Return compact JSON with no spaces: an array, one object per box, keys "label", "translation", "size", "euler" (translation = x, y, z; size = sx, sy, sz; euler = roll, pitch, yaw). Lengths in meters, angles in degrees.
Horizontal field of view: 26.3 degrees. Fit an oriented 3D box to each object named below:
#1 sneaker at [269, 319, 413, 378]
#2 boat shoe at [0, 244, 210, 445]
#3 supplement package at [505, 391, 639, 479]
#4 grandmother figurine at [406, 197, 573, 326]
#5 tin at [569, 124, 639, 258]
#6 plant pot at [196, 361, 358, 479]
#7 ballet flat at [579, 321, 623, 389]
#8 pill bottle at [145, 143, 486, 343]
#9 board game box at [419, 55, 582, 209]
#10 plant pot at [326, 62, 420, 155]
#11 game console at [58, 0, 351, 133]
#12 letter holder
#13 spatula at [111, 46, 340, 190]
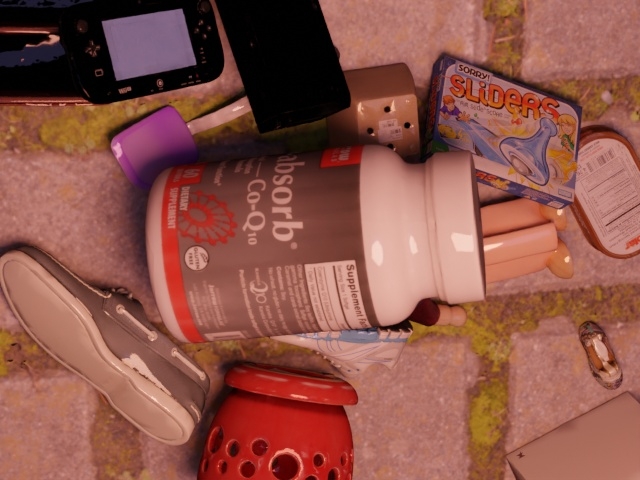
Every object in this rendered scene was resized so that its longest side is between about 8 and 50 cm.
[{"label":"sneaker","translation":[0.022,0.137,1.748],"size":[0.190,0.071,0.083],"euler":[6,112,-15]},{"label":"boat shoe","translation":[-0.258,0.112,1.673],"size":[0.319,0.116,0.099],"euler":[47,49,-15]},{"label":"supplement package","translation":[0.413,0.389,1.854],"size":[0.199,0.198,0.263],"euler":[-27,112,-4]},{"label":"grandmother figurine","translation":[0.142,0.022,1.725],"size":[0.342,0.104,0.208],"euler":[-16,102,-11]},{"label":"tin","translation":[0.377,-0.060,1.789],"size":[0.106,0.040,0.190],"euler":[-31,112,2]},{"label":"plant pot","translation":[-0.049,0.246,1.691],"size":[0.191,0.191,0.174],"euler":[9,89,-16]},{"label":"ballet flat","translation":[0.384,0.163,1.860],"size":[0.041,0.041,0.114],"euler":[-31,112,-3]},{"label":"pill bottle","translation":[0.000,0.000,1.566],"size":[0.363,0.210,0.210],"euler":[-6,110,10]},{"label":"board game box","translation":[0.225,-0.131,1.691],"size":[0.201,0.035,0.136],"euler":[17,67,-19]},{"label":"plant pot","translation":[0.070,-0.146,1.652],"size":[0.109,0.096,0.109],"euler":[-9,109,-11]},{"label":"game console","translation":[-0.124,-0.210,1.494],"size":[0.361,0.044,0.213],"euler":[-19,89,-43]},{"label":"letter holder","translation":[-0.377,-0.231,1.450],"size":[0.301,0.214,0.152],"euler":[-1,108,-13]},{"label":"spatula","translation":[-0.106,-0.156,1.641],"size":[0.296,0.030,0.084],"euler":[-28,113,-4]}]
